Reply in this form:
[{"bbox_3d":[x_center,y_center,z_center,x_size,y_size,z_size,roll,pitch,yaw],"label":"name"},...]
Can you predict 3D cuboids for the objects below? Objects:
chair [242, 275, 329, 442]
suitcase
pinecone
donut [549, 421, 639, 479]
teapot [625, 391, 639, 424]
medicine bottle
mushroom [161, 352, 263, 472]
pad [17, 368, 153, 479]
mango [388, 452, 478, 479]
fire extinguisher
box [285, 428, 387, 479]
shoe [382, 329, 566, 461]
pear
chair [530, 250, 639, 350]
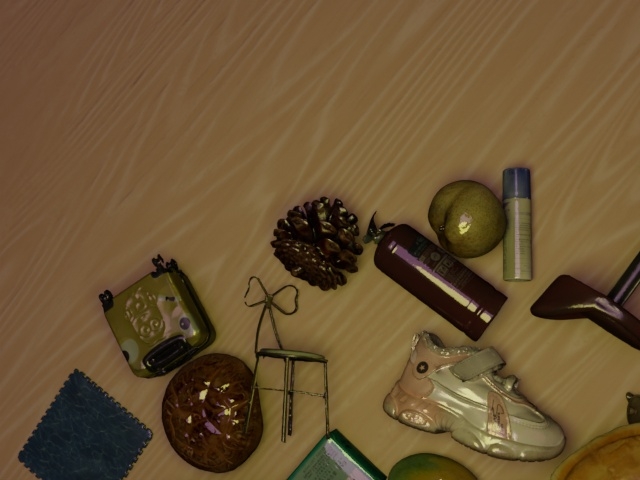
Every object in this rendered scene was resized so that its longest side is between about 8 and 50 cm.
[{"bbox_3d":[-0.067,0.239,1.455,0.170,0.159,0.326,-7,73,46],"label":"chair"},{"bbox_3d":[-0.357,0.179,1.590,0.193,0.143,0.235,-33,74,7],"label":"suitcase"},{"bbox_3d":[0.000,0.000,1.500,0.207,0.208,0.208,-2,81,15],"label":"pinecone"},{"bbox_3d":[0.603,0.549,1.246,0.448,0.198,0.449,-2,80,11],"label":"donut"},{"bbox_3d":[0.613,0.343,1.359,0.080,0.085,0.110,11,114,-6],"label":"teapot"},{"bbox_3d":[0.405,-0.032,1.463,0.059,0.059,0.231,-1,81,15],"label":"medicine bottle"},{"bbox_3d":[-0.232,0.370,1.528,0.253,0.153,0.253,-4,82,25],"label":"mushroom"},{"bbox_3d":[-0.555,0.481,1.664,0.269,0.012,0.269,32,91,17],"label":"pad"},{"bbox_3d":[0.229,0.495,1.416,0.194,0.092,0.130,4,85,25],"label":"mango"},{"bbox_3d":[0.220,0.059,1.471,0.337,0.135,0.114,37,124,14],"label":"fire extinguisher"},{"bbox_3d":[0.000,0.532,1.466,0.153,0.092,0.245,42,94,16],"label":"box"},{"bbox_3d":[0.306,0.301,1.378,0.350,0.172,0.198,14,85,17],"label":"shoe"},{"bbox_3d":[0.295,-0.043,1.442,0.136,0.167,0.167,-28,75,-10],"label":"pear"},{"bbox_3d":[0.598,0.039,1.320,0.226,0.226,0.401,38,94,17],"label":"chair"}]
